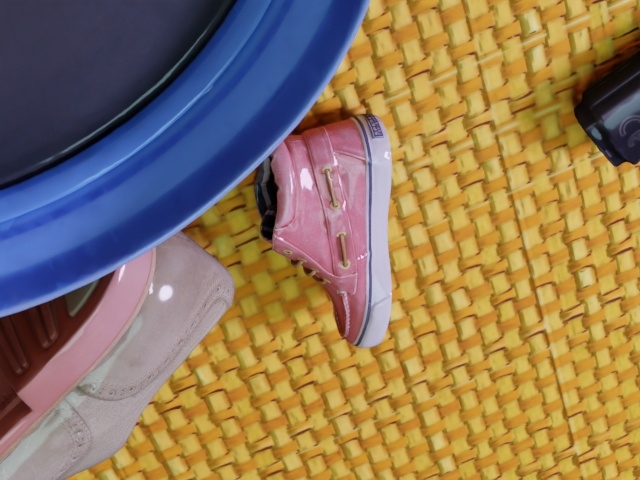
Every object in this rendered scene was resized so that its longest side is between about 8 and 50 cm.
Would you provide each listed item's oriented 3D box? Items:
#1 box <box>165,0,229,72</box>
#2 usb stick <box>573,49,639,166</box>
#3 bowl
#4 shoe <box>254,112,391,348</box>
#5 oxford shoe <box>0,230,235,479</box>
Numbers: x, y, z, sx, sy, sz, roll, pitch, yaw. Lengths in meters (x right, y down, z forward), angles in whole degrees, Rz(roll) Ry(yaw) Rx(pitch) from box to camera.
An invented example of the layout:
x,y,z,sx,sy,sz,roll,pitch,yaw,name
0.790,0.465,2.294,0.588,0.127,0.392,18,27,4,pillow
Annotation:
x,y,z,sx,sy,sz,roll,pitch,yaw,name
-0.023,-0.184,1.091,0.114,0.036,0.207,3,128,-26,box
0.292,-0.147,1.256,0.278,0.045,0.077,-37,141,11,usb stick
-0.149,-0.114,0.952,0.391,0.077,0.391,-26,149,-17,bowl
0.000,0.000,1.254,0.081,0.063,0.178,-10,128,-13,shoe
-0.210,0.139,1.237,0.397,0.140,0.146,-43,140,20,oxford shoe
